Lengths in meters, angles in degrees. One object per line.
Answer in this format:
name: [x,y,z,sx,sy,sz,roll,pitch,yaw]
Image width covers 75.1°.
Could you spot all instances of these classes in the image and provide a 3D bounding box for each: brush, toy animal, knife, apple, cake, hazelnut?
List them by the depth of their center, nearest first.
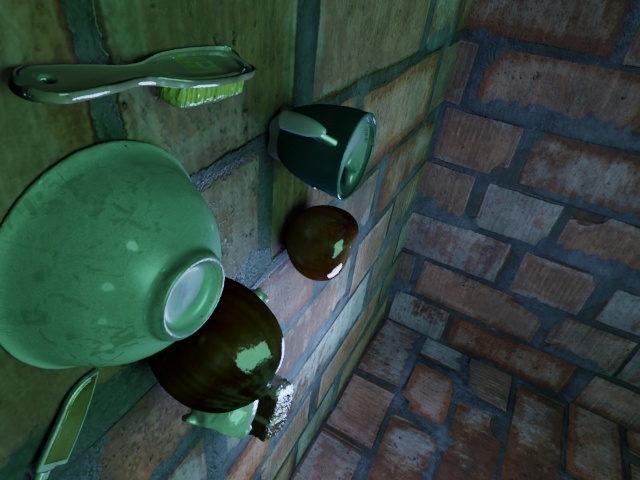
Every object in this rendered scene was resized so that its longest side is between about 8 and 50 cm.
brush: [-0.189,-0.177,0.484,0.313,0.072,0.067,-40,161,-52]
knife: [-0.369,0.300,0.575,0.046,0.022,0.256,37,71,-63]
hazelnut: [-0.170,0.179,0.705,0.212,0.181,0.181,-44,131,0]
toy animal: [-0.184,0.239,0.839,0.141,0.138,0.283,91,3,-65]
apple: [0.000,0.000,1.045,0.201,0.162,0.201,24,90,-82]
cake: [-0.157,0.437,1.133,0.134,0.135,0.147,25,83,-70]

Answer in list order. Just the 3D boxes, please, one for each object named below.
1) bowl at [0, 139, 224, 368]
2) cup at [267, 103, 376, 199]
bowl: [-0.213,0.044,0.532,0.313,0.146,0.314,-55,157,-37]
cup: [-0.004,-0.182,0.799,0.168,0.173,0.299,-70,161,3]
